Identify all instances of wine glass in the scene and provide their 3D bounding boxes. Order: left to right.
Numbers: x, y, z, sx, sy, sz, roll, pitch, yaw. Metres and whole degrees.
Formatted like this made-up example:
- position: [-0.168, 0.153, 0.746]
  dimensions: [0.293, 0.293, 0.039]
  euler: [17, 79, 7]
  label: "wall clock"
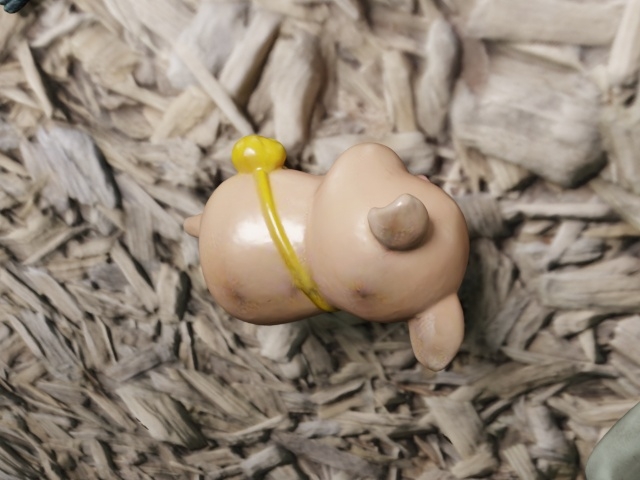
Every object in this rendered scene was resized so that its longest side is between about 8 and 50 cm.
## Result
- position: [0.282, 0.235, 0.824]
  dimensions: [0.074, 0.074, 0.262]
  euler: [22, 131, 2]
  label: "wine glass"

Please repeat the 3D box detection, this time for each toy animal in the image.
- position: [-0.002, -0.001, 0.691]
  dimensions: [0.248, 0.149, 0.165]
  euler: [2, 144, 33]
  label: "toy animal"

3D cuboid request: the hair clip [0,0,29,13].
- position: [-0.189, -0.262, 0.604]
  dimensions: [0.083, 0.048, 0.275]
  euler: [27, 133, -8]
  label: "hair clip"
